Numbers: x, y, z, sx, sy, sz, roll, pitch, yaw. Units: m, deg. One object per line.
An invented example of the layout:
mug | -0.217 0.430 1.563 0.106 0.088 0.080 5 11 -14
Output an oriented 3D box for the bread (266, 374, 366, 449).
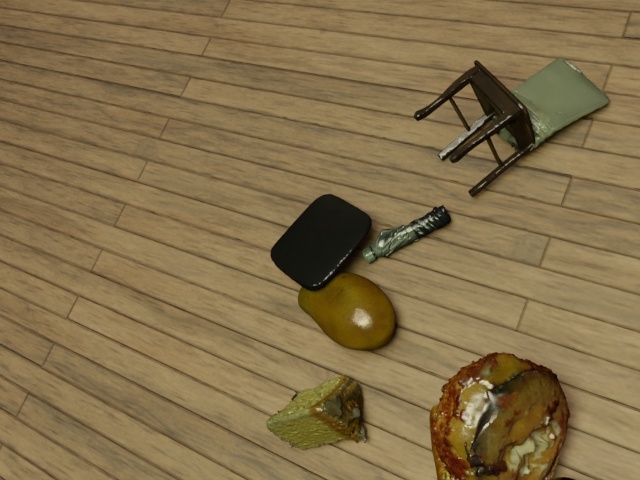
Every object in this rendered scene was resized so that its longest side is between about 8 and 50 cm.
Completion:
bread | -0.008 0.305 1.225 0.147 0.152 0.127 -21 60 25

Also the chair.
chair | 0.362 -0.250 1.276 0.319 0.186 0.160 -37 53 8

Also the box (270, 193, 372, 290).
box | 0.000 0.000 1.374 0.201 0.042 0.212 -47 36 -11

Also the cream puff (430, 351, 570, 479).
cream puff | 0.274 0.283 1.058 0.240 0.240 0.164 -55 40 -6

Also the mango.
mango | 0.047 0.128 1.306 0.227 0.099 0.136 24 80 40

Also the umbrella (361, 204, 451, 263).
umbrella | 0.168 -0.014 1.341 0.188 0.046 0.050 -30 55 16

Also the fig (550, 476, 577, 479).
fig | 0.374 0.440 0.989 0.166 0.154 0.144 -49 17 -16

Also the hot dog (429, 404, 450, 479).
hot dog | 0.224 0.359 1.150 0.071 0.045 0.165 -12 63 17
